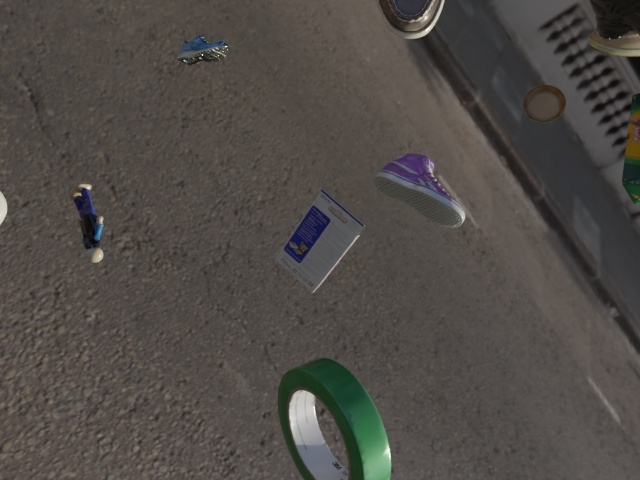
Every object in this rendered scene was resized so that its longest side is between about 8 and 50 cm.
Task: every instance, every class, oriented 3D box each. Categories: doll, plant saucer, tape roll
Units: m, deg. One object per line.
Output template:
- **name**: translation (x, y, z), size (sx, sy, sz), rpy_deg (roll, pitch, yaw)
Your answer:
- **doll**: translation (-0.549, -0.033, 1.472), size (0.046, 0.129, 0.189), rpy_deg (-4, 65, -41)
- **plant saucer**: translation (0.451, -0.273, 1.254), size (0.015, 0.083, 0.083), rpy_deg (41, 31, -67)
- **tape roll**: translation (0.021, 0.421, 1.356), size (0.077, 0.321, 0.321), rpy_deg (-15, 77, -32)

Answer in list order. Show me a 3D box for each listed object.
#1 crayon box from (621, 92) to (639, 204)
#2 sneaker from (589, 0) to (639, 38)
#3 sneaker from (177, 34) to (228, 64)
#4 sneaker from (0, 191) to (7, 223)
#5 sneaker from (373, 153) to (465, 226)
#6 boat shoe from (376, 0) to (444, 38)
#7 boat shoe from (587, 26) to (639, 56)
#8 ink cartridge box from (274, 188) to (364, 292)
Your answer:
- **crayon box**: translation (0.765, -0.219, 1.349), size (0.081, 0.165, 0.278), rpy_deg (43, 54, -32)
- **sneaker**: translation (0.498, -0.382, 0.957), size (0.130, 0.109, 0.286), rpy_deg (50, 2, -20)
- **sneaker**: translation (-0.320, -0.526, 1.684), size (0.063, 0.162, 0.073), rpy_deg (18, 76, -61)
- **sneaker**: translation (-0.740, -0.012, 1.159), size (0.148, 0.350, 0.131), rpy_deg (-130, -165, -82)
- **sneaker**: translation (0.306, -0.158, 1.733), size (0.282, 0.102, 0.161), rpy_deg (34, 60, 22)
- **boat shoe**: translation (0.139, -0.469, 0.926), size (0.097, 0.116, 0.324), rpy_deg (63, 32, -80)
- **boat shoe**: translation (0.704, -0.458, 1.285), size (0.109, 0.302, 0.098), rpy_deg (-105, -175, -47)
- **ink cartridge box**: translation (0.000, 0.000, 1.990), size (0.176, 0.371, 0.069), rpy_deg (41, 45, 5)
